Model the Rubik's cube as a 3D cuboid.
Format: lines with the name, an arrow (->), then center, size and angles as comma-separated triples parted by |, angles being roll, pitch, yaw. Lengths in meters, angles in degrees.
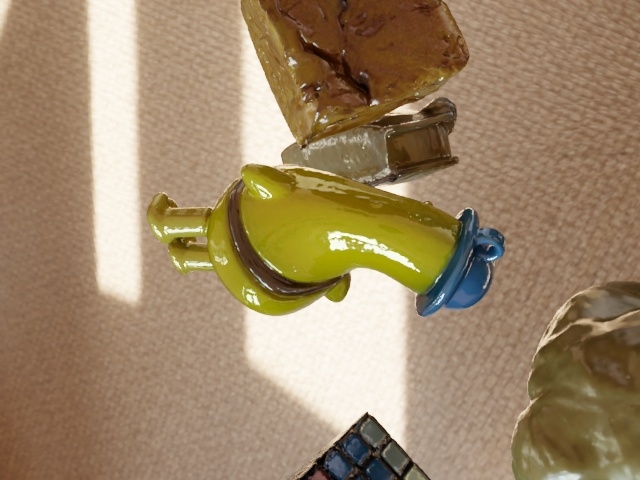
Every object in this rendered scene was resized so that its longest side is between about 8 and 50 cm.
Rubik's cube -> 0.019, 0.326, 1.053 | 0.182, 0.184, 0.187 | 48, 130, 6

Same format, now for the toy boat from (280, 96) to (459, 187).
toy boat -> 0.059, -0.108, 1.205 | 0.321, 0.122, 0.089 | -4, 102, 61

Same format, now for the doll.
doll -> 0.000, 0.000, 0.980 | 0.363, 0.199, 0.145 | 1, 54, 24

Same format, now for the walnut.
walnut -> 0.300, 0.157, 0.827 | 0.277, 0.253, 0.282 | -7, 133, 28

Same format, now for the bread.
bread -> 0.020, -0.169, 0.855 | 0.149, 0.158, 0.143 | -24, 95, -13
